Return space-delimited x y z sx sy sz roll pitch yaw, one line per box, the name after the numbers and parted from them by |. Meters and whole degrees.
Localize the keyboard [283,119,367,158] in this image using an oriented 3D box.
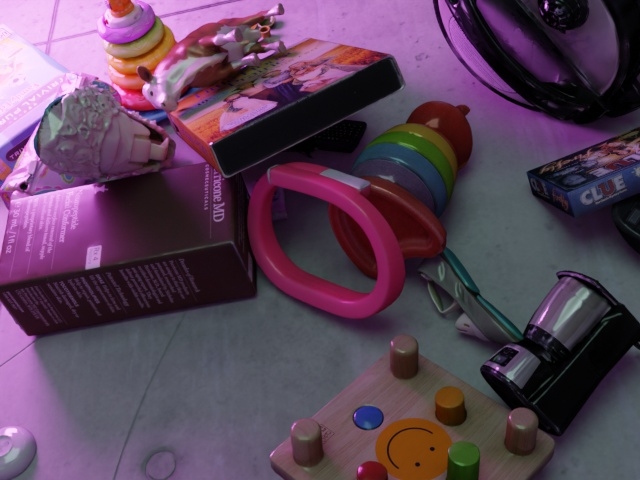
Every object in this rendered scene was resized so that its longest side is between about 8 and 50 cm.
-0.023 -0.189 1.632 0.192 0.038 0.100 7 54 22 | keyboard

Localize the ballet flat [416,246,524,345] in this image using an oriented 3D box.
0.207 0.094 1.328 0.068 0.072 0.213 -47 49 12 | ballet flat

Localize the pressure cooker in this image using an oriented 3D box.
0.380 -0.411 1.480 0.369 0.376 0.420 26 62 28 | pressure cooker

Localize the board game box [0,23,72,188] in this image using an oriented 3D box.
-0.625 -0.270 1.839 0.254 0.079 0.336 -42 53 -19 | board game box

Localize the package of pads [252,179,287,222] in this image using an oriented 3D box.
-0.083 -0.066 1.551 0.050 0.032 0.083 -12 49 3 | package of pads

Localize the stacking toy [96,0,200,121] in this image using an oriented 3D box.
-0.333 -0.367 1.689 0.165 0.302 0.175 -26 50 -6 | stacking toy

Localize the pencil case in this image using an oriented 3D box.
-0.453 -0.159 1.655 0.124 0.124 0.284 10 62 23 | pencil case

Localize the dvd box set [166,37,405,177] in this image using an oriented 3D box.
-0.078 -0.232 1.541 0.307 0.062 0.420 -27 22 -9 | dvd box set

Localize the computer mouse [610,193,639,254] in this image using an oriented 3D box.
0.501 0.044 1.284 0.262 0.060 0.184 26 58 18 | computer mouse

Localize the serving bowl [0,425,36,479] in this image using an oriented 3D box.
-0.453 0.301 1.356 0.083 0.027 0.083 -7 50 9 | serving bowl

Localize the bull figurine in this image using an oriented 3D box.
-0.179 -0.319 1.626 0.188 0.101 0.310 -10 26 27 | bull figurine

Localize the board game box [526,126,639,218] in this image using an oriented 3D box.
0.446 -0.112 1.382 0.243 0.042 0.165 -22 17 -3 | board game box

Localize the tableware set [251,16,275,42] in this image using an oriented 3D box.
-0.166 -0.408 1.860 0.154 0.024 0.104 -2 51 14 | tableware set

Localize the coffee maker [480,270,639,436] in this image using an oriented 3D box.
0.317 0.155 1.188 0.171 0.120 0.178 40 81 8 | coffee maker

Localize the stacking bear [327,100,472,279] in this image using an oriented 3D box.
0.143 -0.106 1.439 0.175 0.164 0.289 -30 18 48 | stacking bear

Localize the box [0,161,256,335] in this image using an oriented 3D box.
-0.299 0.011 1.480 0.381 0.143 0.191 -10 48 5 | box

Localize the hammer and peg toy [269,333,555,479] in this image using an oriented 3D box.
0.069 0.281 1.115 0.266 0.127 0.361 31 52 34 | hammer and peg toy

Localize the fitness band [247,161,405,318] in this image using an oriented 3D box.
0.000 0.000 1.353 0.290 0.209 0.054 20 33 40 | fitness band

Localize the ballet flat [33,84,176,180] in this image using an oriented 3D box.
-0.317 -0.161 1.502 0.146 0.409 0.147 0 95 5 | ballet flat
